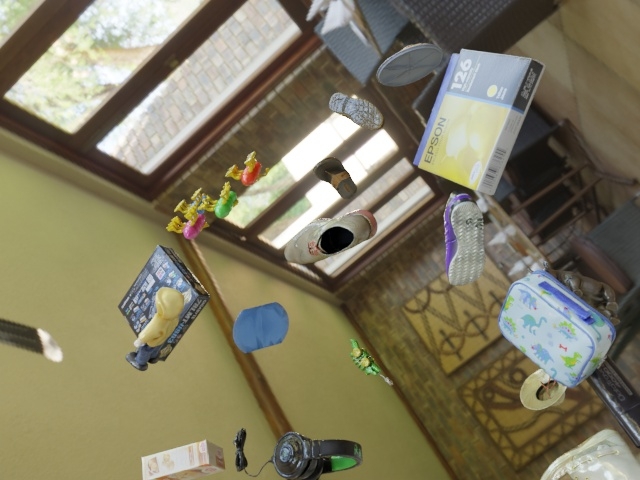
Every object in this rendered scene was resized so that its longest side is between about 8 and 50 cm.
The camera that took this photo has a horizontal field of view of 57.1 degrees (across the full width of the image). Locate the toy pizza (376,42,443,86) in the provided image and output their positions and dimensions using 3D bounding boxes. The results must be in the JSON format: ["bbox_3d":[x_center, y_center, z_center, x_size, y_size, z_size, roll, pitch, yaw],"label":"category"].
[{"bbox_3d":[0.258,-0.518,1.720,0.201,0.201,0.032,22,-130,-68],"label":"toy pizza"}]

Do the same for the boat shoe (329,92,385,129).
[{"bbox_3d":[0.100,-0.323,1.482,0.178,0.064,0.060,35,-164,38],"label":"boat shoe"}]

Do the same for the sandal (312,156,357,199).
[{"bbox_3d":[0.059,-0.192,1.898,0.219,0.090,0.060,46,-173,-47],"label":"sandal"}]

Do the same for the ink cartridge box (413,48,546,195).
[{"bbox_3d":[0.344,-0.294,1.398,0.072,0.304,0.307,10,-166,-35],"label":"ink cartridge box"}]

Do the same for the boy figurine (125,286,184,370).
[{"bbox_3d":[-0.502,0.269,1.796,0.092,0.285,0.177,33,-155,11],"label":"boy figurine"}]

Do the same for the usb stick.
[{"bbox_3d":[0.613,0.304,1.246,0.278,0.077,0.045,60,169,30],"label":"usb stick"}]

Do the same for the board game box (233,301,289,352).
[{"bbox_3d":[-0.173,0.241,1.670,0.033,0.168,0.133,29,127,58],"label":"board game box"}]

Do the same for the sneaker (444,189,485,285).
[{"bbox_3d":[0.401,-0.014,1.668,0.146,0.102,0.293,-98,2,-56],"label":"sneaker"}]

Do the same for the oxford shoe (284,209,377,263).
[{"bbox_3d":[0.000,0.000,1.764,0.130,0.348,0.123,-30,-87,-51],"label":"oxford shoe"}]

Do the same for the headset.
[{"bbox_3d":[-0.071,0.645,1.801,0.243,0.394,0.185,71,-169,-57],"label":"headset"}]

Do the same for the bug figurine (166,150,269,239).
[{"bbox_3d":[-0.252,-0.096,1.423,0.072,0.279,0.216,50,-147,-21],"label":"bug figurine"}]

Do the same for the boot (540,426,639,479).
[{"bbox_3d":[0.594,0.525,1.255,0.077,0.213,0.165,44,-170,-41],"label":"boot"}]

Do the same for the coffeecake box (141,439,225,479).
[{"bbox_3d":[-0.376,0.620,1.631,0.142,0.185,0.068,69,-175,-60],"label":"coffeecake box"}]

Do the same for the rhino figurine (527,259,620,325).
[{"bbox_3d":[0.611,0.116,1.429,0.243,0.073,0.106,22,-148,-2],"label":"rhino figurine"}]

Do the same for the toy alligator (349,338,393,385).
[{"bbox_3d":[0.143,0.385,1.802,0.190,0.051,0.056,47,-167,25],"label":"toy alligator"}]

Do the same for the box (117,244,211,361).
[{"bbox_3d":[-0.556,0.217,2.067,0.293,0.295,0.073,42,-168,32],"label":"box"}]

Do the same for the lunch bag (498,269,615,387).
[{"bbox_3d":[0.485,0.179,1.219,0.219,0.090,0.176,44,145,38],"label":"lunch bag"}]

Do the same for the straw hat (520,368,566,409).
[{"bbox_3d":[0.607,0.404,1.552,0.061,0.144,0.144,44,-168,-17],"label":"straw hat"}]
